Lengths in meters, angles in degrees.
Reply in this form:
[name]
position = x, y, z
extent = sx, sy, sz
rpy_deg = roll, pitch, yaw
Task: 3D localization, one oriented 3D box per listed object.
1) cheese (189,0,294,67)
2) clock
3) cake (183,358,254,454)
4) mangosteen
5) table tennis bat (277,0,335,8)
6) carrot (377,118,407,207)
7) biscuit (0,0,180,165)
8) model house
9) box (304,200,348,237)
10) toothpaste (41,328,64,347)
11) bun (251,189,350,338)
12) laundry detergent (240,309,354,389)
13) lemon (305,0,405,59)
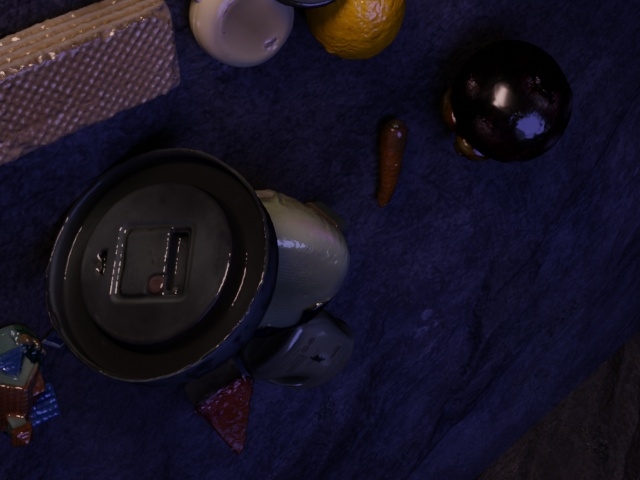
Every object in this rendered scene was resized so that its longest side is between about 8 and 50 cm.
[cheese]
position = -0.125, -0.309, 1.320
extent = 0.137, 0.064, 0.227
rpy_deg = -51, 143, 7
[clock]
position = -0.209, 0.035, 1.363
extent = 0.325, 0.325, 0.067
rpy_deg = -44, 152, -1
[cake]
position = -0.162, 0.296, 1.878
extent = 0.117, 0.086, 0.220
rpy_deg = -37, 143, -7
[mangosteen]
position = 0.304, -0.220, 1.746
extent = 0.211, 0.211, 0.250
rpy_deg = -14, 165, -36
[table tennis bat]
position = 0.000, -0.403, 1.317
extent = 0.236, 0.150, 0.027
rpy_deg = -57, -172, -12
[carrot]
position = 0.118, -0.131, 1.768
extent = 0.047, 0.047, 0.191
rpy_deg = -26, 145, -25
[biscuit]
position = -0.366, -0.164, 1.211
extent = 0.426, 0.078, 0.144
rpy_deg = -27, 142, -23
[model house]
position = -0.430, 0.221, 1.479
extent = 0.119, 0.148, 0.148
rpy_deg = -19, 140, -33
[box]
position = 0.000, 0.000, 1.739
extent = 0.031, 0.091, 0.126
rpy_deg = -21, 138, -40
[toothpaste]
position = -0.363, 0.110, 1.546
extent = 0.140, 0.021, 0.037
rpy_deg = -46, 143, 6
[bun]
position = -0.105, 0.022, 1.592
extent = 0.283, 0.179, 0.283
rpy_deg = -9, 140, -8
[laundry detergent]
position = -0.025, 0.205, 1.920
extent = 0.181, 0.091, 0.253
rpy_deg = -50, 145, 10
[lemon]
position = 0.048, -0.322, 1.414
extent = 0.142, 0.142, 0.187
rpy_deg = -35, 158, -13
